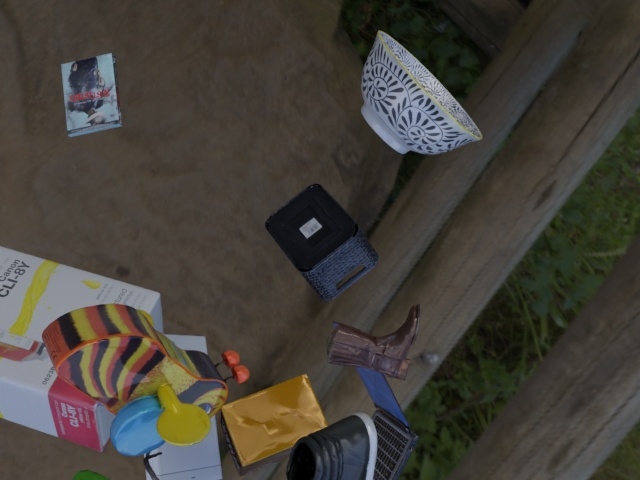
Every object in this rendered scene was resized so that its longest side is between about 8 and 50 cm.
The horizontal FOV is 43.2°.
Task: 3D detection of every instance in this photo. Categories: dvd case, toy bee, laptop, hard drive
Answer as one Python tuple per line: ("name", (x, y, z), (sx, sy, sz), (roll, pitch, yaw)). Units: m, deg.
("dvd case", (-0.354, -0.225, 1.249), (0.087, 0.013, 0.119), (-10, 79, 8))
("toy bee", (-0.170, 0.149, 0.883), (0.162, 0.298, 0.195), (-32, 70, -12))
("laptop", (0.067, 0.438, 1.954), (0.236, 0.382, 0.407), (29, 84, -6))
("hard drive", (-0.336, 0.400, 1.915), (0.047, 0.233, 0.352), (-18, 74, 28))

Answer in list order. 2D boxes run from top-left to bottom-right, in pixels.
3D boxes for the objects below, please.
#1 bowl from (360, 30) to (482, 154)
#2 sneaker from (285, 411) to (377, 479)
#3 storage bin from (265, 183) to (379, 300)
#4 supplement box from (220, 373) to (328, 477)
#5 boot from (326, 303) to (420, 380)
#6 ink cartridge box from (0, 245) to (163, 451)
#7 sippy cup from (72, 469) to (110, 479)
("bowl", (0.100, -0.152, 0.931), (0.170, 0.170, 0.080), (39, 110, -19))
("sneaker", (0.012, 0.440, 1.347), (0.147, 0.105, 0.295), (-4, 98, -32))
("storage bin", (0.000, 0.000, 1.362), (0.122, 0.180, 0.084), (-38, 130, -2))
("supplement box", (-0.103, 0.397, 1.716), (0.191, 0.194, 0.129), (-19, 71, -15))
("boot", (0.068, 0.121, 1.057), (0.114, 0.037, 0.106), (14, 78, 8))
("ink cartridge box", (-0.531, 0.191, 1.530), (0.385, 0.279, 0.160), (15, 138, 7))
("sippy cup", (-0.392, 0.463, 1.110), (0.224, 0.240, 0.305), (35, 65, -11))
